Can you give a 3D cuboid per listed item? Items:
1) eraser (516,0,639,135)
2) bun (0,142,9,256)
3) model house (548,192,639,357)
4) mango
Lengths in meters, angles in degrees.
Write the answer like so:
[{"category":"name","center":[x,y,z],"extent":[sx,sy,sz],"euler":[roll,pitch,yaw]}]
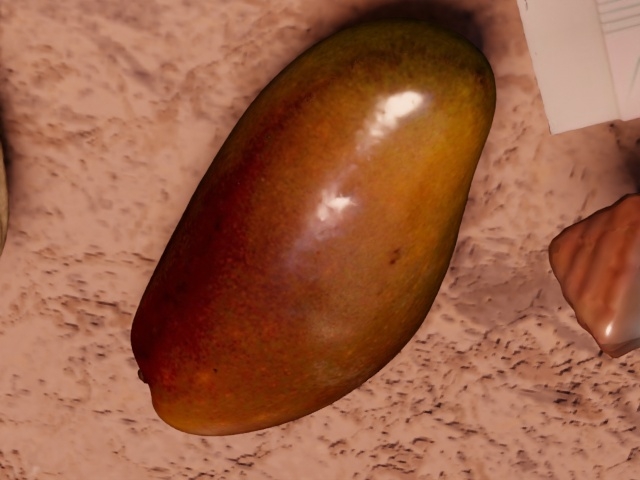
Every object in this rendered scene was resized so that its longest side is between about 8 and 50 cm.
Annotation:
[{"category":"eraser","center":[0.206,-0.122,0.640],"extent":[0.225,0.052,0.096],"euler":[-13,122,12]},{"category":"bun","center":[-0.256,-0.002,0.656],"extent":[0.220,0.134,0.220],"euler":[-15,159,-6]},{"category":"model house","center":[0.282,0.009,0.615],"extent":[0.329,0.295,0.252],"euler":[18,88,19]},{"category":"mango","center":[0.000,0.000,0.695],"extent":[0.133,0.111,0.267],"euler":[36,120,1]}]
